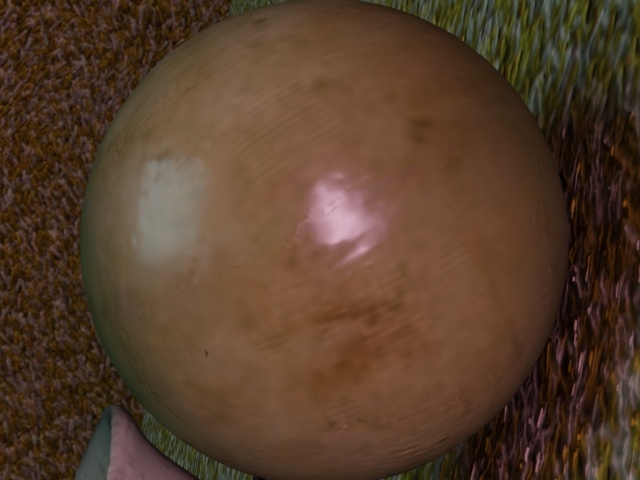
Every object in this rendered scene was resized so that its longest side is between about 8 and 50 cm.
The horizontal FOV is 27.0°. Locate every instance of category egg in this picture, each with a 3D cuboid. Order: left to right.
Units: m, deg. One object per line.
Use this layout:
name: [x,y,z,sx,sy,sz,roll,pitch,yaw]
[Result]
egg: [0.000,0.000,0.633,0.295,0.218,0.218,-136,59,-86]

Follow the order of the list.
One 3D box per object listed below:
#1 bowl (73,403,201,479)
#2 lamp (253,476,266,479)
bowl: [-0.062,0.309,0.619,0.435,0.196,0.434,-164,90,-80]
lamp: [-0.078,0.196,1.071,0.130,0.109,0.371,113,165,-54]
